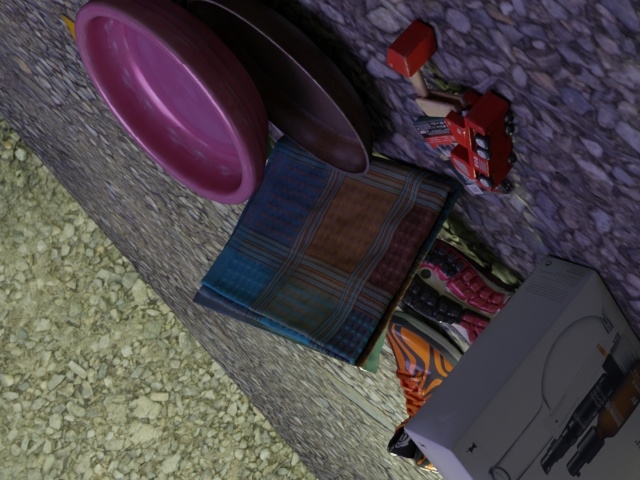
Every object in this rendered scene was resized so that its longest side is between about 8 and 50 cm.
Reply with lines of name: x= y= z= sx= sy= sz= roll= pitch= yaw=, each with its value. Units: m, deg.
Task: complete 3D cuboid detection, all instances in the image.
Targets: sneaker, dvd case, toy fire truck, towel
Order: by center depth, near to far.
toy fire truck: x=0.143 y=-0.142 z=1.515 sx=0.135 sy=0.047 sz=0.192 roll=36 pitch=164 yaw=24
dvd case: x=0.167 y=-0.099 z=1.636 sx=0.119 sy=0.013 sz=0.087 roll=48 pitch=164 yaw=-15
towel: x=0.000 y=0.000 z=1.846 sx=0.040 sy=0.271 sz=0.370 roll=33 pitch=173 yaw=-37
sneaker: x=0.225 y=0.091 z=1.858 sx=0.299 sy=0.121 sz=0.112 roll=42 pitch=-166 yaw=-1
sneaker: x=0.168 y=0.268 z=2.305 sx=0.321 sy=0.180 sz=0.125 roll=51 pitch=163 yaw=-28

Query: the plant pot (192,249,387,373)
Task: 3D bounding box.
plant pot: x=-0.019 y=0.055 z=2.082 sx=0.293 sy=0.196 sz=0.293 roll=21 pitch=176 yaw=2

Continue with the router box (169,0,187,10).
router box: x=-0.233 y=-0.327 z=1.970 sx=0.122 sy=0.038 sz=0.092 roll=35 pitch=162 yaw=27

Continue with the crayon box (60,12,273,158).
crayon box: x=-0.230 y=-0.239 z=2.116 sx=0.323 sy=0.083 sz=0.203 roll=34 pitch=162 yaw=28

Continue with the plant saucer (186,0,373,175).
plant saucer: x=-0.041 y=-0.206 z=1.772 sx=0.310 sy=0.050 sz=0.310 roll=41 pitch=168 yaw=11

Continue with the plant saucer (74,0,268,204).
plant saucer: x=-0.185 y=-0.197 z=1.856 sx=0.332 sy=0.084 sz=0.332 roll=39 pitch=157 yaw=20

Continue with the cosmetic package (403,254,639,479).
cosmetic package: x=0.302 y=0.250 z=1.724 sx=0.097 sy=0.284 sz=0.377 roll=22 pitch=155 yaw=53
